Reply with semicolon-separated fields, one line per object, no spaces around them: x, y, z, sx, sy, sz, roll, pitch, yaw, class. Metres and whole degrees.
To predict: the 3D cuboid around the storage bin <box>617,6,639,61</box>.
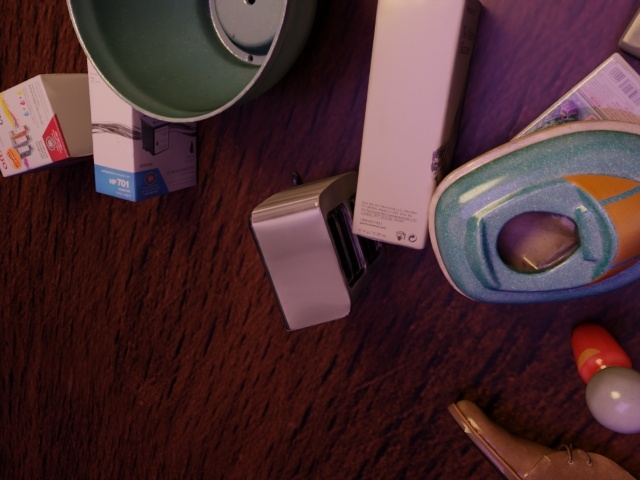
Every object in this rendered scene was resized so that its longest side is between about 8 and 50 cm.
0.349;-0.212;0.462;0.091;0.098;0.135;35;119;23;storage bin

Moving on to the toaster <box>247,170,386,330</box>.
0.000;0.000;0.658;0.110;0.168;0.186;-13;102;26;toaster

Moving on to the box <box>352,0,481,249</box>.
0.111;-0.139;0.588;0.094;0.113;0.275;14;114;21;box

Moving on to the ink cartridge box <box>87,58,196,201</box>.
-0.256;-0.168;0.738;0.082;0.139;0.191;16;113;22;ink cartridge box

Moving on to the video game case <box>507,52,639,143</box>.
0.315;-0.097;0.555;0.157;0.019;0.143;49;121;3;video game case

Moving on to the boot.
0.311;0.304;0.667;0.305;0.112;0.115;39;89;14;boot

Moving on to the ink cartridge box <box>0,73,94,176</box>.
-0.441;-0.189;0.830;0.176;0.127;0.128;-8;104;29;ink cartridge box

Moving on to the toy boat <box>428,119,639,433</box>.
0.271;0.039;0.519;0.267;0.148;0.318;-19;108;20;toy boat

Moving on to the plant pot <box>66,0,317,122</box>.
-0.121;-0.297;0.596;0.292;0.196;0.293;8;110;23;plant pot
